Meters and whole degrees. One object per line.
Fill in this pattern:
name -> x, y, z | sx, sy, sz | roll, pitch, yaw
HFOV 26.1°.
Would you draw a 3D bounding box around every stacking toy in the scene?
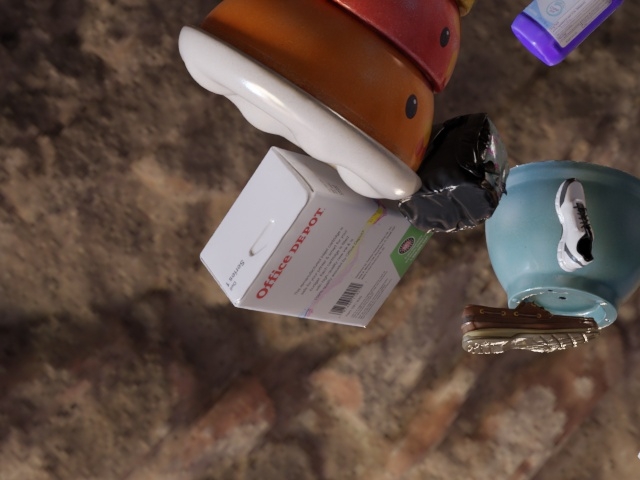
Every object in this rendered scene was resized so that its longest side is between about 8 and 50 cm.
stacking toy -> 0.083, -0.323, 1.698 | 0.480, 0.350, 0.350 | -57, -27, 1

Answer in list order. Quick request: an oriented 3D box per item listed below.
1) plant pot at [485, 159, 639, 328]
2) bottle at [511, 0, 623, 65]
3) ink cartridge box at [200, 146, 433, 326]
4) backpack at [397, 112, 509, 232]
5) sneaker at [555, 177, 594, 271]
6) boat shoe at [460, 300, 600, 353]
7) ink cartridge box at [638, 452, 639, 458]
plant pot -> 0.399, 0.028, 2.227 | 0.293, 0.293, 0.196 | 64, -147, -61
bottle -> 0.460, -0.427, 2.359 | 0.283, 0.118, 0.092 | -43, -55, 6
ink cartridge box -> 0.000, 0.000, 1.941 | 0.278, 0.117, 0.201 | 13, -61, -48
backpack -> 0.192, -0.094, 1.919 | 0.182, 0.152, 0.115 | -67, -38, -47
sneaker -> 0.300, -0.020, 1.605 | 0.040, 0.043, 0.109 | 1, -97, -28
boat shoe -> 0.262, 0.103, 1.725 | 0.178, 0.060, 0.064 | -1, -23, -9
ink cartridge box -> 0.593, 0.349, 2.180 | 0.090, 0.143, 0.092 | -22, -34, -32
